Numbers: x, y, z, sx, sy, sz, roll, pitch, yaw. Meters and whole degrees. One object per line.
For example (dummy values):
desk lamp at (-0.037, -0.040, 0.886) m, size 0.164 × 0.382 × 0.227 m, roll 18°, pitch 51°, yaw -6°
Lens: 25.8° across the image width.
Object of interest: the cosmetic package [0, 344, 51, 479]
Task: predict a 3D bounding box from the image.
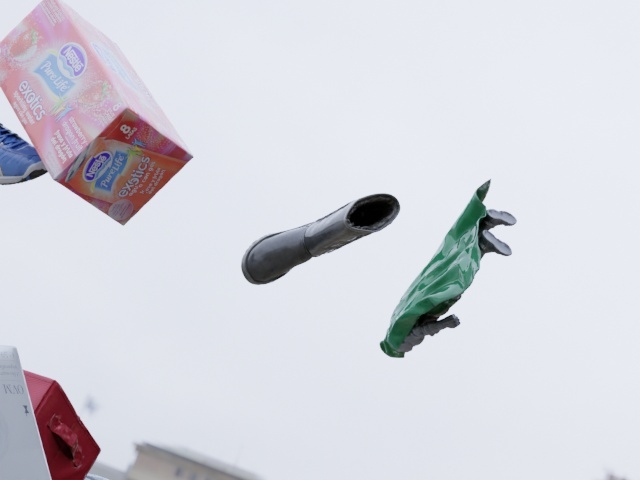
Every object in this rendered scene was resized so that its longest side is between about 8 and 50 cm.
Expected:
cosmetic package at (-0.393, 0.227, 1.389) m, size 0.138 × 0.225 × 0.224 m, roll -24°, pitch -15°, yaw 24°

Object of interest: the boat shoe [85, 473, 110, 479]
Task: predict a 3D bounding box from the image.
boat shoe at (-0.264, 0.456, 1.990) m, size 0.302 × 0.109 × 0.094 m, roll 44°, pitch -57°, yaw -9°

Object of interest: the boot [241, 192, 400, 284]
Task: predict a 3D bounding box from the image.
boot at (-0.002, -0.002, 2.067) m, size 0.208 × 0.189 × 0.076 m, roll -10°, pitch -71°, yaw 61°

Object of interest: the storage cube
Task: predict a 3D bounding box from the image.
storage cube at (-0.419, 0.272, 1.727) m, size 0.214 × 0.193 × 0.184 m, roll 13°, pitch -33°, yaw 22°

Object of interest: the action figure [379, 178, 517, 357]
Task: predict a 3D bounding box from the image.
action figure at (0.127, 0.055, 1.493) m, size 0.063 × 0.137 × 0.232 m, roll 29°, pitch -47°, yaw -9°

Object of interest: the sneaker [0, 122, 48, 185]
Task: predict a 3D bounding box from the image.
sneaker at (-0.469, -0.137, 1.967) m, size 0.211 × 0.080 × 0.081 m, roll 16°, pitch -59°, yaw 22°

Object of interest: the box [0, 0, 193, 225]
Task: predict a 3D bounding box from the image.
box at (-0.323, -0.184, 1.925) m, size 0.154 × 0.142 × 0.300 m, roll 37°, pitch 13°, yaw -48°
